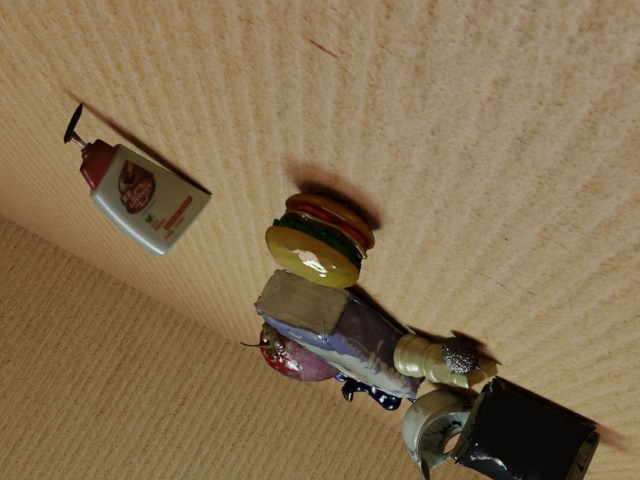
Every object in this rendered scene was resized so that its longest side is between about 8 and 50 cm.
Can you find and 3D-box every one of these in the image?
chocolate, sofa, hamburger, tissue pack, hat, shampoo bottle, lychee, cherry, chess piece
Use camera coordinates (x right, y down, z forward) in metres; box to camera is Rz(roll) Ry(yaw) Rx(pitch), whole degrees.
[{"bbox_3d":[0.107,0.348,2.205,0.343,0.148,0.126,19,180,36],"label":"chocolate"},{"bbox_3d":[0.420,0.421,1.775,0.258,0.200,0.182,23,176,19],"label":"sofa"},{"bbox_3d":[0.000,0.000,1.264,0.162,0.115,0.162,25,166,7],"label":"hamburger"},{"bbox_3d":[0.055,0.200,1.819,0.242,0.125,0.344,14,161,45],"label":"tissue pack"},{"bbox_3d":[0.273,0.451,2.076,0.161,0.232,0.275,34,-178,16],"label":"hat"},{"bbox_3d":[-0.341,-0.109,1.523,0.284,0.153,0.071,44,163,-27],"label":"shampoo bottle"},{"bbox_3d":[0.261,0.211,1.593,0.083,0.068,0.067,31,123,11],"label":"lychee"},{"bbox_3d":[-0.036,0.258,2.081,0.250,0.175,0.192,34,149,-28],"label":"cherry"},{"bbox_3d":[0.243,0.240,1.689,0.200,0.090,0.090,9,155,48],"label":"chess piece"}]
